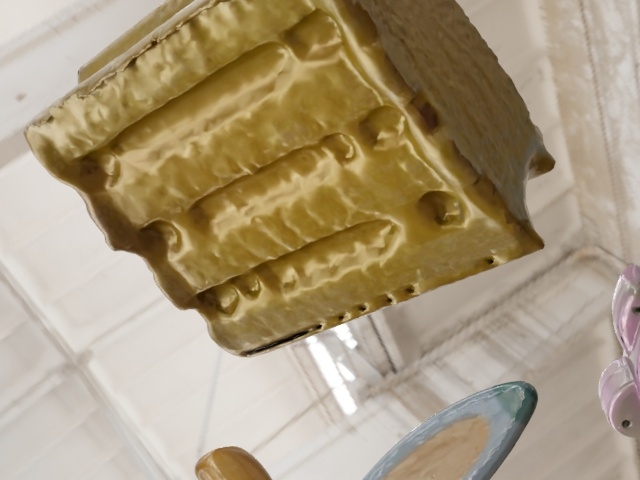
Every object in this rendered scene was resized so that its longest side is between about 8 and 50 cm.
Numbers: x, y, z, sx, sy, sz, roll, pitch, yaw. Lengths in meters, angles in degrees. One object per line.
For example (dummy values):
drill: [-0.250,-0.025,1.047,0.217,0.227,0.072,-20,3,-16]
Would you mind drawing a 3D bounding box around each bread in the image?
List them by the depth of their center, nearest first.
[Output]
bread: [-0.056,0.338,1.170,0.074,0.239,0.092,-35,-31,-13]

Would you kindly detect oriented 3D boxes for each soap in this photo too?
soap: [-0.023,-0.075,0.806,0.335,0.156,0.293,-26,-61,36]

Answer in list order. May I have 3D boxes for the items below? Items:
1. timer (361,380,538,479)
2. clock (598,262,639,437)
timer: [-0.008,0.182,0.439,0.175,0.175,0.255,-5,-33,-36]
clock: [0.359,0.069,0.848,0.228,0.090,0.247,14,-66,-3]
